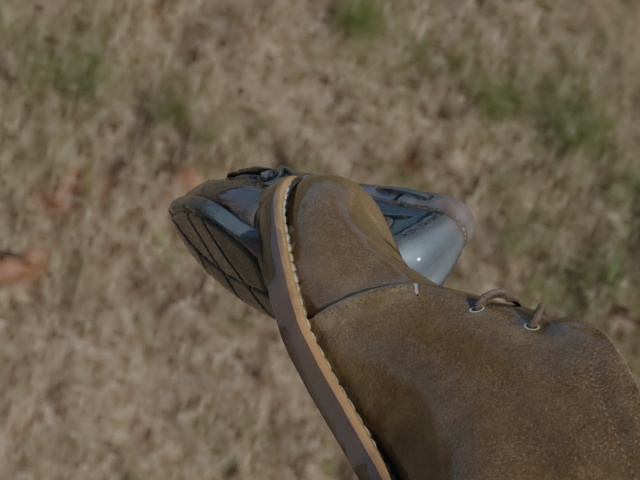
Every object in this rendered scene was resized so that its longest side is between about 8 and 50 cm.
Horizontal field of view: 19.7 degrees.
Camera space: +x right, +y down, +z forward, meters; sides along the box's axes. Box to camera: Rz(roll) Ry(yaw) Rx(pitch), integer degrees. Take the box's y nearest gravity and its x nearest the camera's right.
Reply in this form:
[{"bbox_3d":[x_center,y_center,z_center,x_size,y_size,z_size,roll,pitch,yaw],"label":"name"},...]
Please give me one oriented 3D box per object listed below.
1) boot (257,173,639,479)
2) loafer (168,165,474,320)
[{"bbox_3d":[0.060,0.059,0.700,0.112,0.115,0.305,45,13,-39],"label":"boot"},{"bbox_3d":[0.000,0.000,1.109,0.084,0.096,0.267,-41,25,-17],"label":"loafer"}]
